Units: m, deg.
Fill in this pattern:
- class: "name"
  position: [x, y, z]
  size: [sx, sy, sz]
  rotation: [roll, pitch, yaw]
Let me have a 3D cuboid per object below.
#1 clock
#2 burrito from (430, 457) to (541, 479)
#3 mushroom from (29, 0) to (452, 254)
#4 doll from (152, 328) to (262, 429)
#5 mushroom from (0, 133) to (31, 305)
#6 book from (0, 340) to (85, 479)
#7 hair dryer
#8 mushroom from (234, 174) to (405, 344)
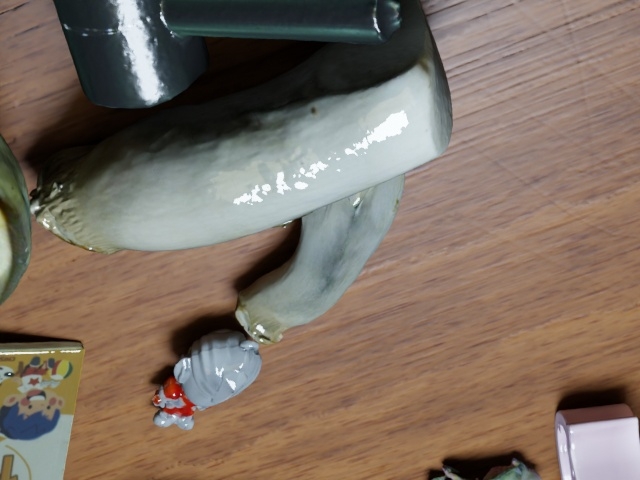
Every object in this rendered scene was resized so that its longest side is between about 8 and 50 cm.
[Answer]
- class: "clock"
  position: [0.318, 0.331, 1.562]
  size: [0.080, 0.275, 0.290]
  rotation: [-8, 164, -1]
- class: "burrito"
  position: [0.176, 0.349, 1.615]
  size: [0.144, 0.089, 0.229]
  rotation: [-1, 129, -7]
- class: "mushroom"
  position: [-0.078, -0.076, 1.211]
  size: [0.397, 0.177, 0.126]
  rotation: [-22, 125, 12]
- class: "doll"
  position: [-0.118, 0.144, 1.445]
  size: [0.094, 0.079, 0.180]
  rotation: [13, 140, -32]
- class: "mushroom"
  position: [-0.358, -0.066, 1.202]
  size: [0.267, 0.164, 0.189]
  rotation: [34, 118, -31]
- class: "book"
  position: [-0.368, 0.234, 1.464]
  size: [0.208, 0.020, 0.295]
  rotation: [0, 120, -25]
- class: "hair dryer"
  position: [-0.083, -0.226, 1.085]
  size: [0.302, 0.116, 0.244]
  rotation: [6, 132, 22]
- class: "mushroom"
  position: [0.003, 0.000, 1.331]
  size: [0.096, 0.099, 0.278]
  rotation: [20, 127, -12]
